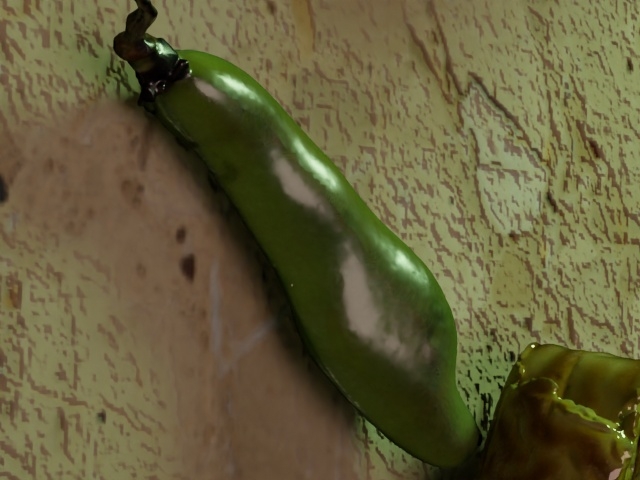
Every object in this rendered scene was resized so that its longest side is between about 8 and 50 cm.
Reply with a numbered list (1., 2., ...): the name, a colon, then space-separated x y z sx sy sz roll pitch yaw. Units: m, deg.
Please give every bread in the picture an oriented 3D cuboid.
1. bread: 0.143 0.177 0.790 0.181 0.096 0.222 33 70 -50

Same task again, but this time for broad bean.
1. broad bean: -0.006 0.000 0.703 0.325 0.067 0.075 51 29 -27
